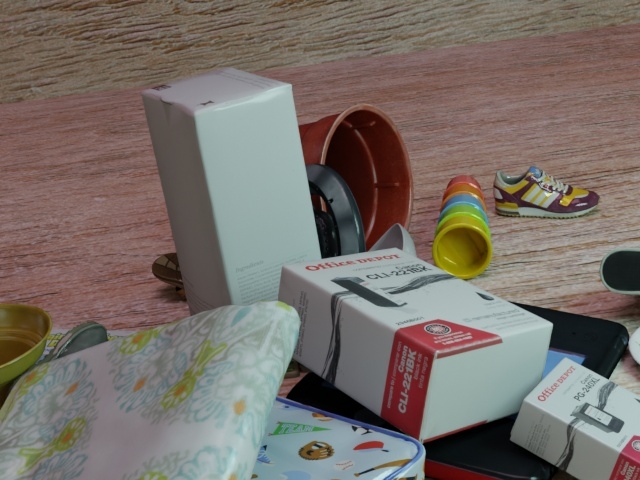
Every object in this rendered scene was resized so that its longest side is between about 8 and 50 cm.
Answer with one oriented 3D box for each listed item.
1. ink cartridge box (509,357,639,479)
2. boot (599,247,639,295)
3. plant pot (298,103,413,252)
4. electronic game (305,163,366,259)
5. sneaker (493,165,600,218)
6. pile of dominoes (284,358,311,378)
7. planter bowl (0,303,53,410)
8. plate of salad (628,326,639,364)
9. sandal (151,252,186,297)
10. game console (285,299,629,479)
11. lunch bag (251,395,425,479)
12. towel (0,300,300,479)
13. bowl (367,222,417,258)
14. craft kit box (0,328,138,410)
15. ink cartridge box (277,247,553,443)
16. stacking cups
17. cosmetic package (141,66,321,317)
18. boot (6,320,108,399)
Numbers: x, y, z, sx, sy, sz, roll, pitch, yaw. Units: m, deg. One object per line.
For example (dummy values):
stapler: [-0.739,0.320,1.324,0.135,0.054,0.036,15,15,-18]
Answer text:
ink cartridge box: [0.299,0.205,1.166,0.150,0.063,0.109,28,36,26]
boot: [0.528,0.049,1.467,0.244,0.088,0.176,7,2,35]
plant pot: [-0.025,-0.085,1.819,0.265,0.272,0.272,-1,22,37]
electronic game: [0.000,0.000,1.594,0.048,0.229,0.229,-8,19,-30]
sneaker: [0.396,-0.088,1.888,0.186,0.083,0.069,-1,23,17]
pile of dominoes: [-0.096,0.140,1.361,0.251,0.040,0.196,-11,11,-25]
planter bowl: [-0.445,0.168,1.386,0.217,0.090,0.217,-6,22,3]
plate of salad: [0.494,0.129,1.360,0.200,0.048,0.200,-4,22,2]
sandal: [-0.203,0.071,1.753,0.180,0.049,0.072,21,38,24]
game console: [0.176,0.171,1.358,0.342,0.060,0.386,5,26,30]
lunch bag: [-0.037,0.264,1.130,0.303,0.115,0.243,12,26,41]
towel: [-0.215,0.219,1.087,0.374,0.090,0.320,-17,36,29]
bowl: [0.096,0.053,1.613,0.053,0.142,0.142,35,18,-14]
craft kit box: [-0.410,0.201,1.488,0.250,0.061,0.246,0,20,17]
ink cartridge box: [0.101,0.111,1.268,0.197,0.114,0.273,-8,23,-39]
stacking cups: [0.234,-0.034,1.814,0.096,0.096,0.316,-5,19,7]
cosmetic package: [-0.118,-0.037,1.530,0.156,0.385,0.217,-18,24,-24]
boot: [-0.257,0.198,1.338,0.209,0.076,0.189,17,41,22]
